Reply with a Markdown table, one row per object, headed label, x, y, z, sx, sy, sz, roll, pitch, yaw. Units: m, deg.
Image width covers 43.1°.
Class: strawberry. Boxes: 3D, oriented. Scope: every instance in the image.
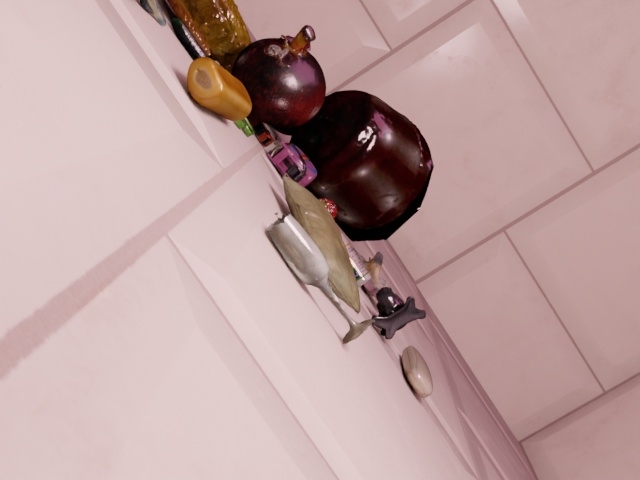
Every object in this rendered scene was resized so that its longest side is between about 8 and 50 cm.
| label | x | y | z | sx | sy | sz | roll | pitch | yaw |
| --- | --- | --- | --- | --- | --- | --- | --- | --- | --- |
| strawberry | 0.007 | -0.063 | 1.996 | 0.083 | 0.073 | 0.073 | 76 | -10 | -53 |

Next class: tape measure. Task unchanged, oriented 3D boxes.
| label | x | y | z | sx | sy | sz | roll | pitch | yaw |
| --- | --- | --- | --- | --- | --- | --- | --- | --- | --- |
| tape measure | -0.069 | -0.186 | 1.981 | 0.125 | 0.074 | 0.118 | 53 | 13 | 8 |

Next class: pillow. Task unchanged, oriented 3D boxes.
| label | x | y | z | sx | sy | sz | roll | pitch | yaw |
| --- | --- | --- | --- | --- | --- | --- | --- | --- | --- |
| pillow | 0.000 | 0.000 | 1.666 | 0.185 | 0.075 | 0.302 | 48 | 15 | -41 |

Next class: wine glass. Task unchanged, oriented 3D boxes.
| label | x | y | z | sx | sy | sz | roll | pitch | yaw |
| --- | --- | --- | --- | --- | --- | --- | --- | --- | --- |
| wine glass | -0.005 | 0.061 | 1.425 | 0.262 | 0.074 | 0.074 | 54 | 8 | -12 |

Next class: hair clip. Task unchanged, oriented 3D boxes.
| label | x | y | z | sx | sy | sz | roll | pitch | yaw |
| --- | --- | --- | --- | --- | --- | --- | --- | --- | --- |
| hair clip | 0.142 | 0.098 | 2.200 | 0.146 | 0.075 | 0.257 | 52 | 15 | -20 |

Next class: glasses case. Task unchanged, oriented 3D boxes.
| label | x | y | z | sx | sy | sz | roll | pitch | yaw |
| --- | --- | --- | --- | --- | --- | --- | --- | --- | --- |
| glasses case | 0.231 | 0.312 | 1.943 | 0.081 | 0.051 | 0.204 | 56 | 8 | -7 |

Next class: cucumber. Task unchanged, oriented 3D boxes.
| label | x | y | z | sx | sy | sz | roll | pitch | yaw |
| --- | --- | --- | --- | --- | --- | --- | --- | --- | --- |
| cucumber | -0.280 | -0.425 | 1.760 | 0.133 | 0.032 | 0.032 | 55 | 8 | -23 |

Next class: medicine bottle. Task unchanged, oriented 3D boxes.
| label | x | y | z | sx | sy | sz | roll | pitch | yaw |
| --- | --- | --- | --- | --- | --- | --- | --- | --- | --- |
| medicine bottle | 0.028 | 0.015 | 1.857 | 0.220 | 0.061 | 0.092 | 57 | 27 | 2 |

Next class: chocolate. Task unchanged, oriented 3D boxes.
| label | x | y | z | sx | sy | sz | roll | pitch | yaw |
| --- | --- | --- | --- | --- | --- | --- | --- | --- | --- |
| chocolate | 0.077 | -0.221 | 2.197 | 0.331 | 0.384 | 0.383 | 21 | 33 | -49 |

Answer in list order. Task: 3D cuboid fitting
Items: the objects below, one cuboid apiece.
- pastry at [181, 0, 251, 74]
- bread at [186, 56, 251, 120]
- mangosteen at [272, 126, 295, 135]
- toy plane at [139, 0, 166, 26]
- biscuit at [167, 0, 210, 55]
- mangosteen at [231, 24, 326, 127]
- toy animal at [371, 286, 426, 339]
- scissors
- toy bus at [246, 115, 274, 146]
| label | x | y | z | sx | sy | sz | roll | pitch | yaw |
| --- | --- | --- | --- | --- | --- | --- | --- | --- | --- |
| pastry | -0.256 | -0.556 | 2.057 | 0.235 | 0.132 | 0.240 | 60 | 9 | 22 |
| bread | -0.197 | -0.287 | 1.579 | 0.092 | 0.074 | 0.239 | 64 | 8 | 5 |
| mangosteen | -0.095 | -0.395 | 2.303 | 0.231 | 0.194 | 0.194 | 6 | 48 | -51 |
| toy plane | -0.331 | -0.497 | 1.541 | 0.192 | 0.088 | 0.262 | 31 | -4 | 17 |
| biscuit | -0.308 | -0.506 | 1.842 | 0.228 | 0.031 | 0.176 | 57 | 1 | 3 |
| mangosteen | -0.086 | -0.402 | 1.914 | 0.236 | 0.261 | 0.235 | 23 | 33 | -16 |
| toy animal | 0.165 | 0.175 | 1.997 | 0.117 | 0.121 | 0.210 | 53 | -7 | 2 |
| scissors | -0.209 | -0.330 | 1.847 | 0.204 | 0.027 | 0.101 | 63 | 6 | 22 |
| toy bus | -0.154 | -0.282 | 1.983 | 0.110 | 0.031 | 0.043 | 59 | 10 | 21 |
